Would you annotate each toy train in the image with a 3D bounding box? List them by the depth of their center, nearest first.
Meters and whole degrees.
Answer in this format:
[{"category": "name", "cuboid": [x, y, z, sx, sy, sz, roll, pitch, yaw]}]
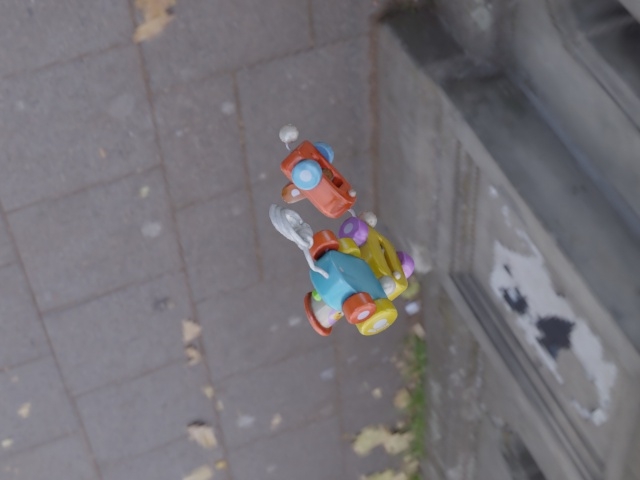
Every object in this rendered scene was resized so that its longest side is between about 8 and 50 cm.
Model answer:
[{"category": "toy train", "cuboid": [0.000, 0.000, 0.802, 0.046, 0.166, 0.125, -41, 101, 20]}]
